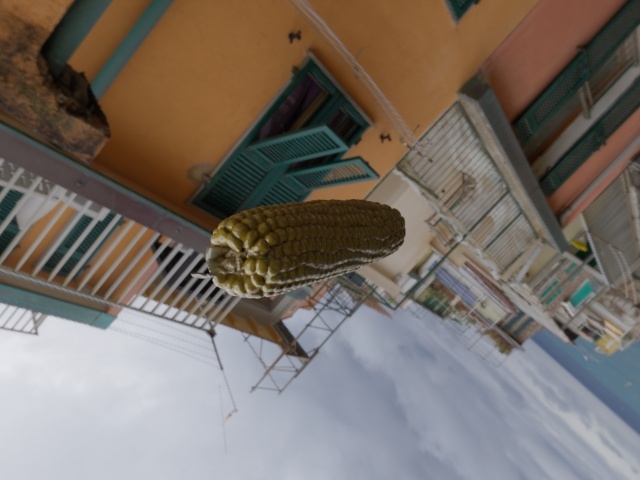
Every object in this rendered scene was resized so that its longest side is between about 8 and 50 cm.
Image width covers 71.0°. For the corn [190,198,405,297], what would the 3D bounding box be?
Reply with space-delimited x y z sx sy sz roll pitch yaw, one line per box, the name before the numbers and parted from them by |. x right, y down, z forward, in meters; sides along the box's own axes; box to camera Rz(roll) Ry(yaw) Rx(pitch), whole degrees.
corn | 0.000 0.000 0.531 0.310 0.101 0.101 -11 -133 -43
